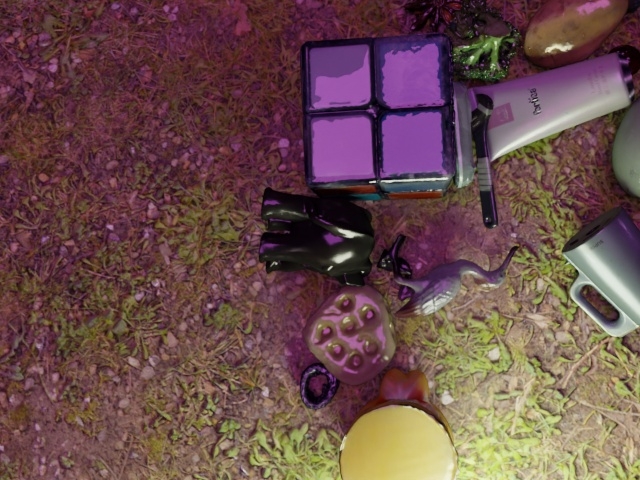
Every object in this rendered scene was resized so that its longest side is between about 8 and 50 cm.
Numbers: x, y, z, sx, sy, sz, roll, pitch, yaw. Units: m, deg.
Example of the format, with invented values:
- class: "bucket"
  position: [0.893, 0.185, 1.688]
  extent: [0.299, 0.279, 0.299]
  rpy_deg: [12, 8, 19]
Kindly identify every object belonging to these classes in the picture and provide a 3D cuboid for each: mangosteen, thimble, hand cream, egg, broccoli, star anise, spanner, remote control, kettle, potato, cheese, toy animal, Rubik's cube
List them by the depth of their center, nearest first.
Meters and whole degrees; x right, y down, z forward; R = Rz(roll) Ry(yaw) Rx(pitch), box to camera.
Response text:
- class: "egg"
  position: [0.748, -0.218, 1.570]
  extent: [0.202, 0.203, 0.283]
  rpy_deg: [27, 88, 9]
- class: "kettle"
  position: [0.653, 0.083, 1.608]
  extent: [0.210, 0.160, 0.243]
  rpy_deg: [-39, 88, 23]
- class: "Rubik's cube"
  position: [0.131, -0.258, 1.612]
  extent: [0.318, 0.313, 0.316]
  rpy_deg: [-1, 87, 8]
- class: "potato"
  position: [0.565, -0.487, 1.636]
  extent: [0.161, 0.128, 0.235]
  rpy_deg: [34, 130, -5]
- class: "hand cream"
  position: [0.518, -0.315, 1.649]
  extent: [0.358, 0.118, 0.186]
  rpy_deg: [-16, 85, 25]
- class: "mangosteen"
  position: [0.692, -0.406, 1.657]
  extent: [0.080, 0.081, 0.081]
  rpy_deg: [0, 87, 9]
- class: "broccoli"
  position: [0.372, -0.459, 1.665]
  extent: [0.195, 0.156, 0.196]
  rpy_deg: [4, 72, -12]
- class: "remote control"
  position: [0.322, -0.246, 1.681]
  extent: [0.052, 0.104, 0.248]
  rpy_deg: [-5, 93, 2]
- class: "toy animal"
  position: [0.286, 0.093, 1.681]
  extent: [0.323, 0.090, 0.195]
  rpy_deg: [6, 88, 11]
- class: "cheese"
  position: [0.072, 0.216, 1.694]
  extent: [0.217, 0.117, 0.235]
  rpy_deg: [9, 86, 11]
- class: "spanner"
  position: [0.379, -0.184, 1.705]
  extent: [0.087, 0.024, 0.316]
  rpy_deg: [-5, 92, 49]
- class: "star anise"
  position: [0.264, -0.596, 1.724]
  extent: [0.177, 0.073, 0.234]
  rpy_deg: [-30, 100, 14]
- class: "thimble"
  position: [-0.007, 0.344, 1.725]
  extent: [0.095, 0.066, 0.104]
  rpy_deg: [41, 94, 6]

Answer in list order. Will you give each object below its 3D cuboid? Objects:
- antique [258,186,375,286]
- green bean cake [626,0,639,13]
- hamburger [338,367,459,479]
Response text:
- class: "antique"
  position: [0.000, 0.000, 1.616]
  extent: [0.254, 0.322, 0.185]
  rpy_deg: [5, 78, 1]
- class: "green bean cake"
  position: [0.675, -0.670, 1.643]
  extent: [0.241, 0.132, 0.255]
  rpy_deg: [33, 97, 5]
- class: "hamburger"
  position: [0.175, 0.451, 1.631]
  extent: [0.260, 0.186, 0.303]
  rpy_deg: [-7, 96, 10]
